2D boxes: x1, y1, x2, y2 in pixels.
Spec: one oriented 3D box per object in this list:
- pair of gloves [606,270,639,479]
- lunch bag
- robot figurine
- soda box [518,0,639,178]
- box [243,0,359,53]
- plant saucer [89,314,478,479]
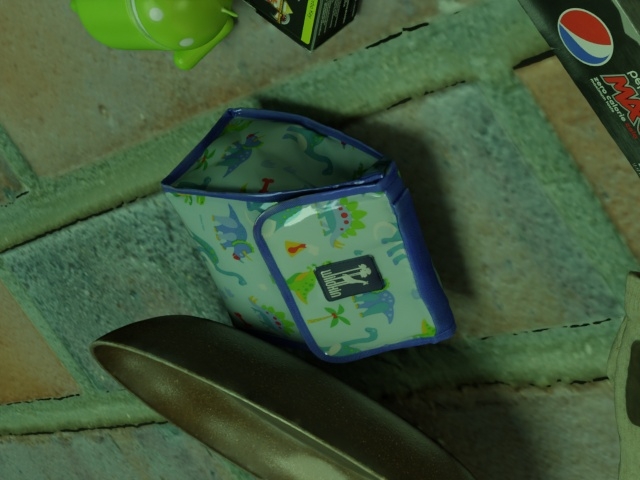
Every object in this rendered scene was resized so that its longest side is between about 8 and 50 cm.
[{"bbox_3d":[0.249,0.115,0.821,0.240,0.042,0.204,21,137,36],"label":"pair of gloves"},{"bbox_3d":[0.000,0.000,0.967,0.151,0.096,0.129,8,138,36],"label":"lunch bag"},{"bbox_3d":[-0.097,-0.144,0.951,0.115,0.067,0.101,9,159,48],"label":"robot figurine"},{"bbox_3d":[0.149,-0.079,0.711,0.169,0.060,0.053,54,151,-10],"label":"soda box"},{"bbox_3d":[-0.048,-0.216,0.830,0.184,0.045,0.190,36,147,17],"label":"box"},{"bbox_3d":[-0.008,0.131,1.081,0.311,0.050,0.310,28,164,9],"label":"plant saucer"}]
